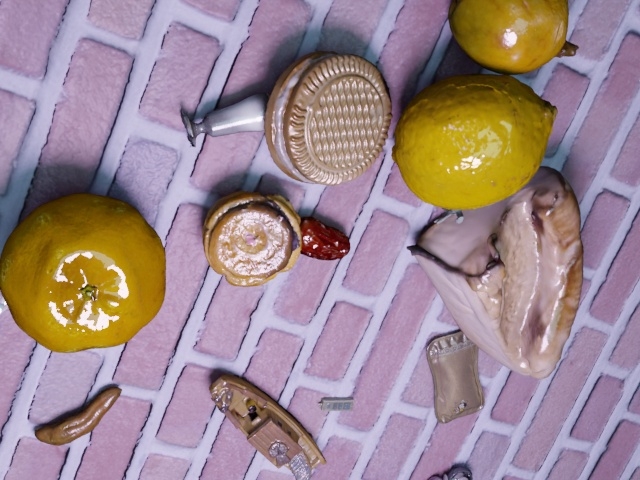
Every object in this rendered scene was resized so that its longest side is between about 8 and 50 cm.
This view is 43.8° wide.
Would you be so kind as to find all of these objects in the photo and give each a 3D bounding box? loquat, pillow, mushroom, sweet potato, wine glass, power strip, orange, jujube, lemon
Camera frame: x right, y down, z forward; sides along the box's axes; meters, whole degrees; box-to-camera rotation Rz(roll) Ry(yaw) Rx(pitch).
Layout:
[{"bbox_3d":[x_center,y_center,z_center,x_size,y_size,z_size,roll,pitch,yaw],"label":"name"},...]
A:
[{"bbox_3d":[0.355,-0.391,1.432,0.246,0.213,0.213,26,100,-11],"label":"loquat"},{"bbox_3d":[0.298,0.302,1.760,0.130,0.033,0.217,-14,112,-16],"label":"pillow"},{"bbox_3d":[0.413,0.081,1.642,0.314,0.224,0.397,-42,122,-15],"label":"mushroom"},{"bbox_3d":[-0.454,0.343,1.526,0.182,0.054,0.053,-32,124,-7],"label":"sweet potato"},{"bbox_3d":[-0.163,-0.213,1.407,0.156,0.072,0.072,-16,113,-11],"label":"wine glass"},{"bbox_3d":[0.033,0.351,1.704,0.083,0.017,0.027,3,106,-20],"label":"power strip"},{"bbox_3d":[-0.393,0.058,1.337,0.279,0.235,0.278,-10,112,-27],"label":"orange"},{"bbox_3d":[0.000,0.000,1.539,0.129,0.077,0.077,18,103,-34],"label":"jujube"},{"bbox_3d":[0.277,-0.180,1.449,0.311,0.253,0.253,-14,116,21],"label":"lemon"}]

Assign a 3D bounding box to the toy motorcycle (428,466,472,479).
[{"bbox_3d":[0.270,0.626,1.848,0.152,0.073,0.224,3,107,-17],"label":"toy motorcycle"}]

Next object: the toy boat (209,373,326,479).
[{"bbox_3d":[-0.107,0.383,1.615,0.089,0.121,0.321,-40,116,5],"label":"toy boat"}]

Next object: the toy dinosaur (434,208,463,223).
[{"bbox_3d":[0.296,-0.100,1.589,0.209,0.082,0.039,-39,120,-17],"label":"toy dinosaur"}]

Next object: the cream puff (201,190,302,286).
[{"bbox_3d":[-0.125,-0.010,1.462,0.189,0.129,0.189,-2,100,-10],"label":"cream puff"}]

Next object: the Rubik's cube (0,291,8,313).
[{"bbox_3d":[-0.570,0.090,1.390,0.084,0.073,0.075,46,74,-21],"label":"Rubik's cube"}]

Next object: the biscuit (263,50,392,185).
[{"bbox_3d":[0.018,-0.217,1.426,0.259,0.079,0.259,-16,116,-36],"label":"biscuit"}]
